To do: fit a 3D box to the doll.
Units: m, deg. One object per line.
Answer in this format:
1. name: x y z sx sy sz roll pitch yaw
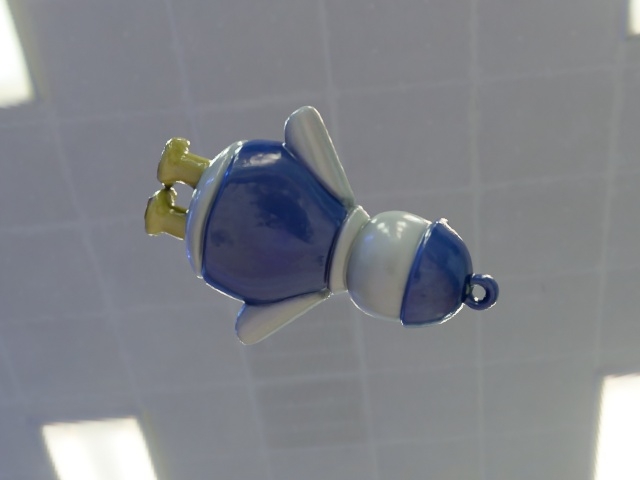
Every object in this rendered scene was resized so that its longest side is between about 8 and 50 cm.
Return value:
1. doll: 0.000 0.000 0.496 0.143 0.057 0.098 17 -75 14
